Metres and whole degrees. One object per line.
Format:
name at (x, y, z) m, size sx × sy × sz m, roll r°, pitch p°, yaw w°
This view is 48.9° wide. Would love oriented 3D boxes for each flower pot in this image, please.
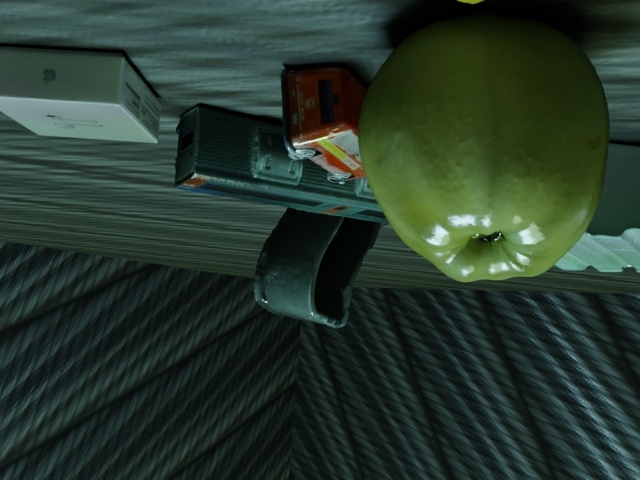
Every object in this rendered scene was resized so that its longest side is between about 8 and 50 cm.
flower pot at (0.000, 0.000, 0.972) m, size 0.108 × 0.229 × 0.103 m, roll 4°, pitch 155°, yaw 38°

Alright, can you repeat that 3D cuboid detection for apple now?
apple at (0.122, -0.071, 0.526) m, size 0.200 × 0.200 × 0.200 m, roll 4°, pitch 173°, yaw 1°

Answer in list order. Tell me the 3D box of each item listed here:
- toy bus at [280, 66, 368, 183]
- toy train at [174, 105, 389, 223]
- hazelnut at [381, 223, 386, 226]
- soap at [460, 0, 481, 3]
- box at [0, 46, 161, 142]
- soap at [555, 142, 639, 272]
toy bus at (0.022, -0.109, 0.689) m, size 0.077 × 0.079 × 0.174 m, roll -9°, pitch 168°, yaw 21°
toy train at (0.028, -0.077, 0.869) m, size 0.409 × 0.086 × 0.089 m, roll 8°, pitch 170°, yaw -28°
hazelnut at (0.080, -0.051, 1.063) m, size 0.086 × 0.086 × 0.086 m, roll 4°, pitch 173°, yaw 1°
soap at (0.091, -0.161, 0.390) m, size 0.089 × 0.033 × 0.168 m, roll 12°, pitch 171°, yaw -32°
box at (-0.236, -0.138, 0.684) m, size 0.129 × 0.051 × 0.130 m, roll 4°, pitch 172°, yaw 3°
soap at (0.367, -0.033, 0.905) m, size 0.208 × 0.115 × 0.347 m, roll -2°, pitch 170°, yaw 33°
